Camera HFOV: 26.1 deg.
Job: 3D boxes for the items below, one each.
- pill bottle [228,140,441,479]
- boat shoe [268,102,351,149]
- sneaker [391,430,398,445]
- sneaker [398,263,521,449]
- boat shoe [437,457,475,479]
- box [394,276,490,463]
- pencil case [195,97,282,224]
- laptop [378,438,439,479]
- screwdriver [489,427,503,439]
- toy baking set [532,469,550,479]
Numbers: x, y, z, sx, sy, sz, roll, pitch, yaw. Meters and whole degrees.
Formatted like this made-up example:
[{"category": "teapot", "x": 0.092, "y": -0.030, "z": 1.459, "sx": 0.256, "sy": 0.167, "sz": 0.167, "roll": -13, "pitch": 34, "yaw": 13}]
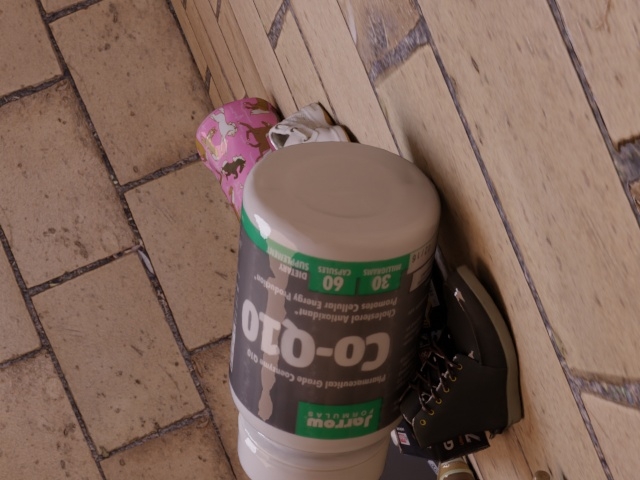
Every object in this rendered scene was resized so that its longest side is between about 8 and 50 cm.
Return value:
[{"category": "pill bottle", "x": 0.007, "y": 0.094, "z": 1.472, "sx": 0.204, "sy": 0.204, "sz": 0.361, "roll": -120, "pitch": 29, "yaw": -50}, {"category": "boat shoe", "x": -0.008, "y": -0.104, "z": 1.846, "sx": 0.277, "sy": 0.096, "sz": 0.098, "roll": -128, "pitch": 17, "yaw": -67}, {"category": "sneaker", "x": 0.105, "y": 0.219, "z": 1.982, "sx": 0.169, "sy": 0.108, "sz": 0.292, "roll": 58, "pitch": -177, "yaw": 3}, {"category": "sneaker", "x": 0.130, "y": 0.128, "z": 1.386, "sx": 0.083, "sy": 0.118, "sz": 0.222, "roll": -119, "pitch": 9, "yaw": -50}, {"category": "boat shoe", "x": 0.193, "y": 0.358, "z": 1.973, "sx": 0.190, "sy": 0.068, "sz": 0.072, "roll": 91, "pitch": 170, "yaw": -51}, {"category": "box", "x": 0.106, "y": 0.120, "z": 1.696, "sx": 0.295, "sy": 0.073, "sz": 0.293, "roll": 126, "pitch": 128, "yaw": -83}, {"category": "pencil case", "x": -0.081, "y": -0.059, "z": 2.358, "sx": 0.167, "sy": 0.160, "sz": 0.386, "roll": 79, "pitch": 166, "yaw": -58}, {"category": "laptop", "x": 0.098, "y": 0.350, "z": 2.220, "sx": 0.234, "sy": 0.137, "sz": 0.264, "roll": 55, "pitch": 171, "yaw": 23}, {"category": "screwdriver", "x": 0.202, "y": 0.214, "z": 1.581, "sx": 0.170, "sy": 0.025, "sz": 0.024, "roll": 57, "pitch": -172, "yaw": -74}, {"category": "toy baking set", "x": 0.244, "y": 0.358, "z": 1.367, "sx": 0.197, "sy": 0.030, "sz": 0.256, "roll": -151, "pitch": 49, "yaw": -64}]
